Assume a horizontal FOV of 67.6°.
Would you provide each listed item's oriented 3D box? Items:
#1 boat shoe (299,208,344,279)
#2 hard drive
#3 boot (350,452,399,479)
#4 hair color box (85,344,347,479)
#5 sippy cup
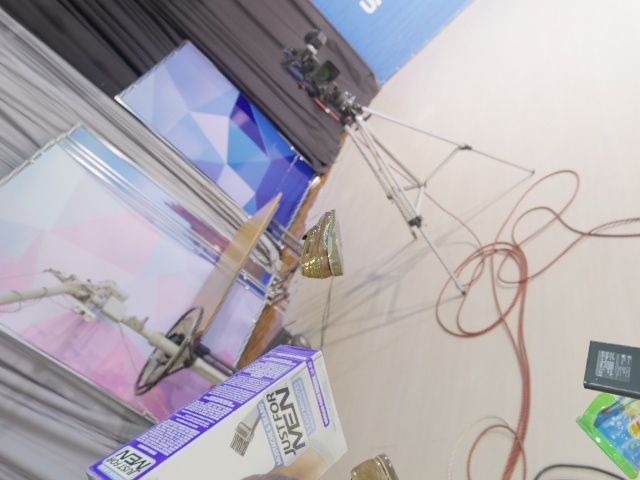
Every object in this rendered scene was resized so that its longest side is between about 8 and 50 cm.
[{"bbox_3d":[0.000,0.000,1.228,0.104,0.110,0.307,-11,19,7],"label":"boat shoe"},{"bbox_3d":[0.551,0.233,0.852,0.135,0.022,0.094,3,54,39],"label":"hard drive"},{"bbox_3d":[0.165,0.667,1.145,0.115,0.112,0.305,-10,32,-18],"label":"boot"},{"bbox_3d":[-0.118,0.308,0.674,0.110,0.185,0.339,-3,16,45],"label":"hair color box"},{"bbox_3d":[1.050,0.645,1.637,0.224,0.305,0.240,-44,52,6],"label":"sippy cup"}]
